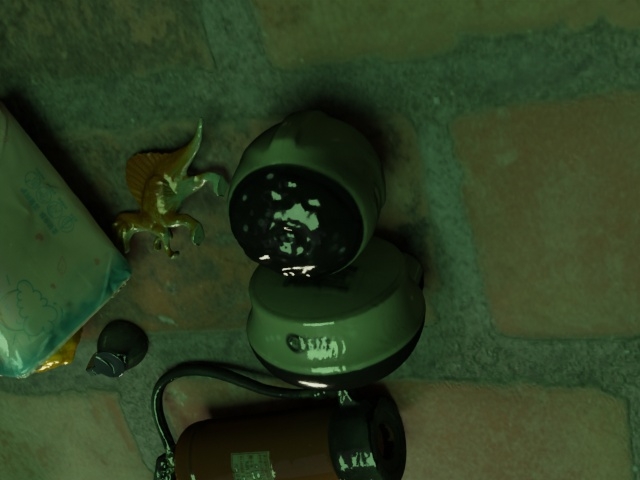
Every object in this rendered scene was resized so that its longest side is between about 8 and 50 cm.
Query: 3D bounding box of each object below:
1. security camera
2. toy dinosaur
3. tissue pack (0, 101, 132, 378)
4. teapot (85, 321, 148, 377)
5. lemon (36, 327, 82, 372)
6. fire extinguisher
[{"bbox_3d":[0.000,0.000,1.028,0.197,0.191,0.277,1,123,19],"label":"security camera"},{"bbox_3d":[-0.179,-0.064,1.140,0.142,0.057,0.212,23,118,26],"label":"toy dinosaur"},{"bbox_3d":[-0.370,-0.001,1.136,0.124,0.201,0.271,-9,123,48],"label":"tissue pack"},{"bbox_3d":[-0.275,0.151,1.305,0.088,0.057,0.066,-25,112,30],"label":"teapot"},{"bbox_3d":[-0.376,0.103,1.272,0.155,0.114,0.114,46,125,-11],"label":"lemon"},{"bbox_3d":[-0.083,0.253,1.301,0.376,0.113,0.200,-14,75,25],"label":"fire extinguisher"}]
